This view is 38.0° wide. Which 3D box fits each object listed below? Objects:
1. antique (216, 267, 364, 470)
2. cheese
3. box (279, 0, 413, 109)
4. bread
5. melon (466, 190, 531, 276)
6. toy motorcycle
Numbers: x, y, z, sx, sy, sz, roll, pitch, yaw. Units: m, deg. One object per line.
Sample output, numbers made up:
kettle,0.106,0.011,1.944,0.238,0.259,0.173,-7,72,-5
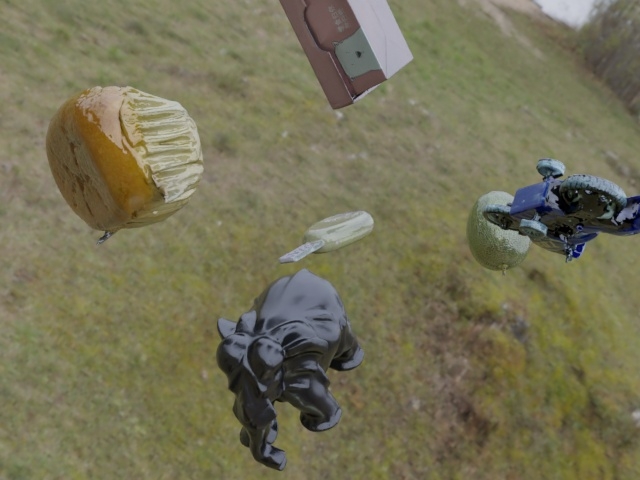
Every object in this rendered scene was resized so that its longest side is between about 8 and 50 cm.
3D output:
antique,-0.056,0.196,1.576,0.185,0.255,0.322,9,45,22
cheese,0.000,0.000,1.342,0.192,0.097,0.037,-28,106,-55
box,0.034,-0.310,1.291,0.215,0.086,0.215,63,23,-10
bread,-0.338,-0.134,1.530,0.183,0.236,0.388,-12,-4,-31
melon,0.377,-0.014,1.962,0.139,0.139,0.192,25,54,-41
toy motorcycle,0.377,-0.036,1.402,0.169,0.113,0.315,25,-14,-16
